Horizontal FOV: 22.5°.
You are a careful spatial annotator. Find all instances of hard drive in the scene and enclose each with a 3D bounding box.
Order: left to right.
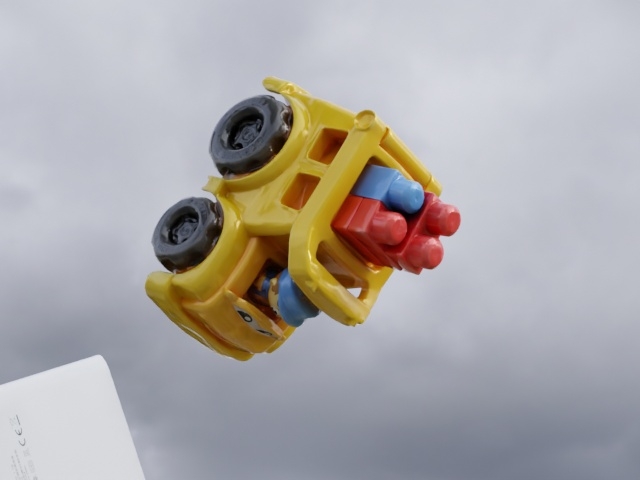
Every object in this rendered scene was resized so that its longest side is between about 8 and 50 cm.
[{"bbox_3d":[-0.266,0.233,1.590,0.040,0.203,0.307,-19,-2,18],"label":"hard drive"}]

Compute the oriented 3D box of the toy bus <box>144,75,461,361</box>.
[{"bbox_3d":[0.000,0.000,1.279,0.211,0.220,0.149,18,-18,44],"label":"toy bus"}]
